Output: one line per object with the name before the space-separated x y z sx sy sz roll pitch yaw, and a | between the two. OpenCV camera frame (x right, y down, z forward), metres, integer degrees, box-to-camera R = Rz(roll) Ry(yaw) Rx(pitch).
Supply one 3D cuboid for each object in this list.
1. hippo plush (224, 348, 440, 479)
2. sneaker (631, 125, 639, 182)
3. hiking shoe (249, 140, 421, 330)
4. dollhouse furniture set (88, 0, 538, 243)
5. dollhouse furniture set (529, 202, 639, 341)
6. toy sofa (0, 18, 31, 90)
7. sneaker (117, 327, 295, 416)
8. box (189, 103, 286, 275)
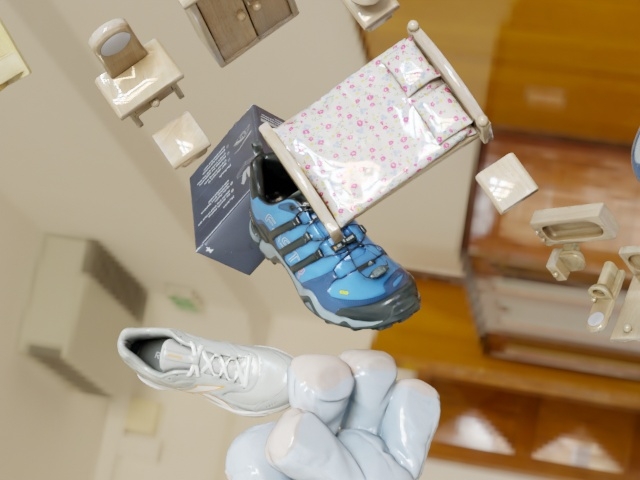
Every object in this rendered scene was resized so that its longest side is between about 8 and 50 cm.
hippo plush | 0.019 0.280 1.856 0.236 0.294 0.234 -33 12 50
sneaker | 0.377 -0.106 1.514 0.131 0.112 0.319 -35 -8 -24
hiking shoe | 0.000 0.000 1.781 0.113 0.304 0.132 -33 -47 -23
dollhouse furniture set | -0.014 -0.120 1.462 0.303 0.355 0.174 -35 -17 -2
dollhouse furniture set | 0.368 0.047 2.052 0.151 0.144 0.123 48 -126 -31
toy sofa | -0.626 -0.253 2.429 0.150 0.177 0.362 60 -162 -16
sneaker | -0.152 0.169 1.985 0.121 0.262 0.099 38 -119 -65
box | -0.093 -0.068 2.013 0.156 0.093 0.158 -47 32 29
